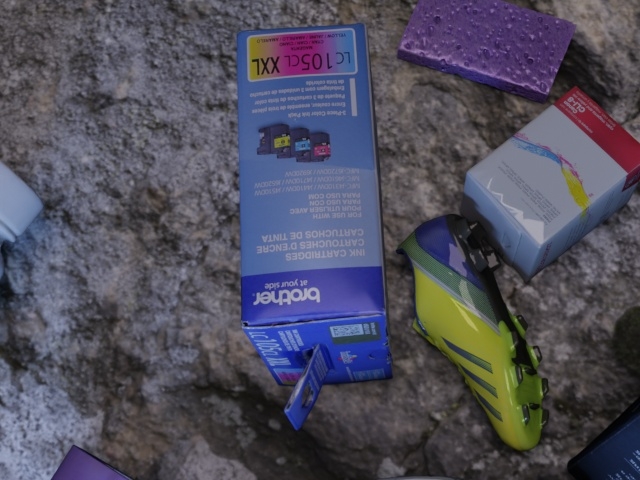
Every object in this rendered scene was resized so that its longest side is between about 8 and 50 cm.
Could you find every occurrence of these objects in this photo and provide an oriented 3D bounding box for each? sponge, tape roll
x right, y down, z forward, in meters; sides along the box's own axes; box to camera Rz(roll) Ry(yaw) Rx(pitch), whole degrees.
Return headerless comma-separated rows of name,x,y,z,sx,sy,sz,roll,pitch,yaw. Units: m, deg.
sponge,0.220,-0.265,1.293,0.210,0.031,0.117,20,72,11
tape roll,-0.201,0.296,1.021,0.189,0.189,0.080,27,72,14

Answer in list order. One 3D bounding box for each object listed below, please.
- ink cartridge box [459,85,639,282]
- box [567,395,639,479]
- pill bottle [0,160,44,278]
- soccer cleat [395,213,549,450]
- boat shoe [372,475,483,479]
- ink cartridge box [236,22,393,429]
ink cartridge box,0.273,-0.063,1.158,0.176,0.128,0.127,-38,71,-11
box,0.437,0.167,0.912,0.293,0.395,0.212,-41,73,-11
pill bottle,-0.505,0.043,1.134,0.204,0.204,0.361,33,75,16
soccer cleat,0.174,0.110,1.135,0.121,0.093,0.289,-27,71,26
boat shoe,0.142,0.312,1.031,0.320,0.118,0.103,3,64,-2
ink cartridge box,0.000,0.000,1.077,0.151,0.270,0.396,-6,68,4
